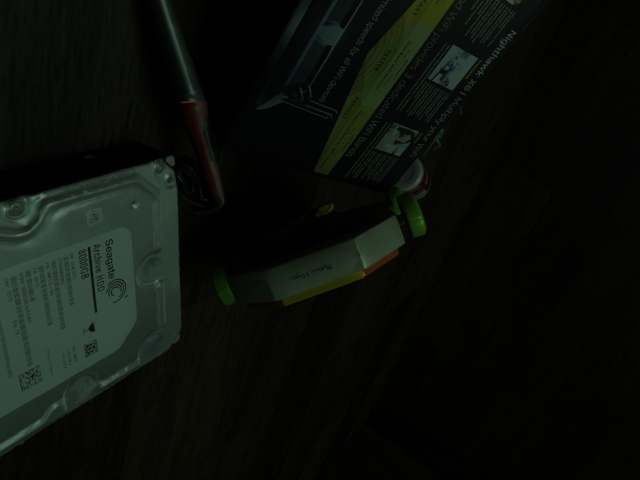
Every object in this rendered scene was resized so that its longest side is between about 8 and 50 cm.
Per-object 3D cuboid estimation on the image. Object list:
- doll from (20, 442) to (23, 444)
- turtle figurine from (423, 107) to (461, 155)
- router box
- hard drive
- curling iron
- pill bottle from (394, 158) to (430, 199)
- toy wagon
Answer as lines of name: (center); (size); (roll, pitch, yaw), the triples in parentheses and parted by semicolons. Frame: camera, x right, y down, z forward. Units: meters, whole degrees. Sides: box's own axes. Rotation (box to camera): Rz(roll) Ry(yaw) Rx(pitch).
doll: (-0.370, 0.214, 0.453); (0.189, 0.046, 0.129); (-26, 129, -51)
turtle figurine: (0.214, -0.289, 0.969); (0.175, 0.118, 0.234); (105, 8, -67)
router box: (0.058, -0.203, 0.530); (0.243, 0.081, 0.309); (11, 131, -37)
hard drive: (-0.265, 0.066, 0.431); (0.339, 0.064, 0.236); (-31, 136, -50)
curling iron: (-0.140, -0.131, 0.497); (0.035, 0.068, 0.274); (-91, -179, -46)
pill bottle: (0.205, -0.140, 1.173); (0.086, 0.086, 0.152); (-61, 158, 4)
toy wagon: (0.000, 0.000, 0.731); (0.267, 0.068, 0.344); (-20, -172, 5)
